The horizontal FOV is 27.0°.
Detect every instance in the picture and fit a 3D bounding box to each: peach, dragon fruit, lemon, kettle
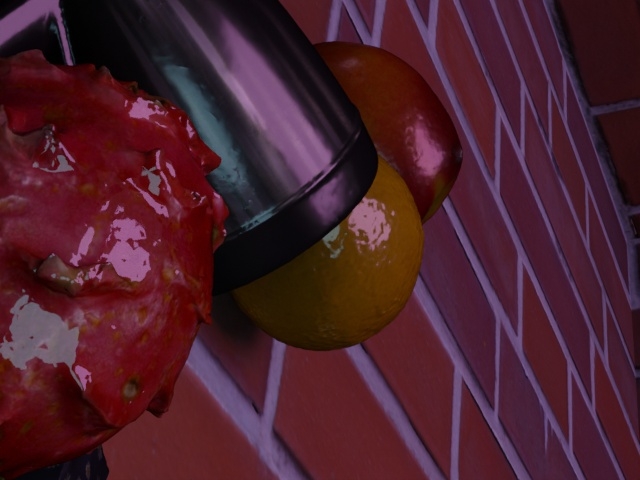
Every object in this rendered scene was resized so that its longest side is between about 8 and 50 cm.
[{"bbox_3d":[0.029,-0.099,1.373,0.190,0.226,0.196,-46,168,-28],"label":"peach"},{"bbox_3d":[-0.162,0.029,0.715,0.268,0.205,0.210,-64,-165,-8],"label":"dragon fruit"},{"bbox_3d":[0.000,0.000,1.160,0.244,0.186,0.187,64,24,-61],"label":"lemon"},{"bbox_3d":[-0.124,-0.111,0.939,0.271,0.250,0.207,61,-4,-24],"label":"kettle"}]

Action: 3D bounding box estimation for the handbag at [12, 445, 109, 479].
[{"bbox_3d":[-0.169,0.170,0.820,0.115,0.072,0.139,-82,166,-44],"label":"handbag"}]
